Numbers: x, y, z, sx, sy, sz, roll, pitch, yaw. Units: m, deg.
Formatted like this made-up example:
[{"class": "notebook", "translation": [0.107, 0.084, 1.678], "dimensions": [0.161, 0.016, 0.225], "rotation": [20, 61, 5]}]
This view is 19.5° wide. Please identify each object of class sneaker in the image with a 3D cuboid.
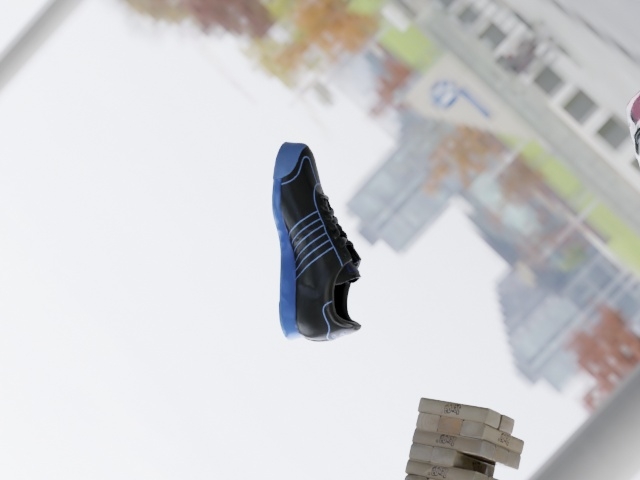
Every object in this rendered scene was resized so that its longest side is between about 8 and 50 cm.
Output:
[{"class": "sneaker", "translation": [0.000, 0.000, 2.141], "dimensions": [0.081, 0.090, 0.232], "rotation": [-7, -87, -71]}]

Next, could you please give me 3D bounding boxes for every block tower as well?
[{"class": "block tower", "translation": [0.130, 0.344, 1.975], "dimensions": [0.097, 0.335, 0.091], "rotation": [6, 167, 37]}]

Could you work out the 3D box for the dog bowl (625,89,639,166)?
[{"class": "dog bowl", "translation": [0.554, -0.181, 2.279], "dimensions": [0.150, 0.408, 0.408], "rotation": [63, -171, 7]}]
